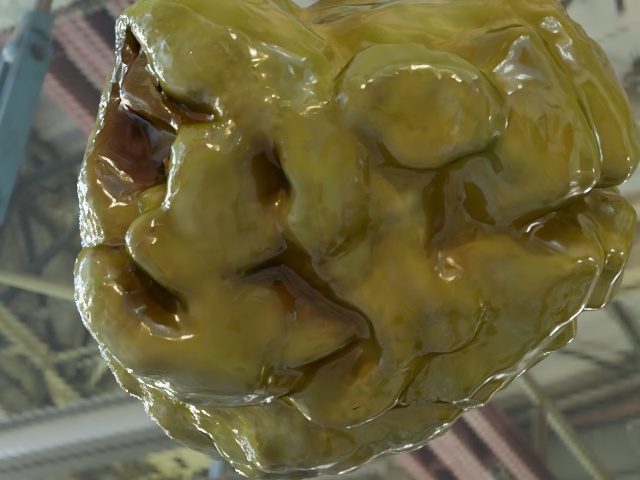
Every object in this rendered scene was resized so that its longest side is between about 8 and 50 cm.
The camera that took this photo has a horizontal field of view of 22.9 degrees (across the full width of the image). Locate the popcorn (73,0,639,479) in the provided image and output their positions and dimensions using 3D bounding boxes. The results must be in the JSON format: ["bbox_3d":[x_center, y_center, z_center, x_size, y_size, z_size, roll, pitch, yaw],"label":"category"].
[{"bbox_3d":[0.000,0.000,0.576,0.226,0.203,0.200,4,-74,31],"label":"popcorn"}]
